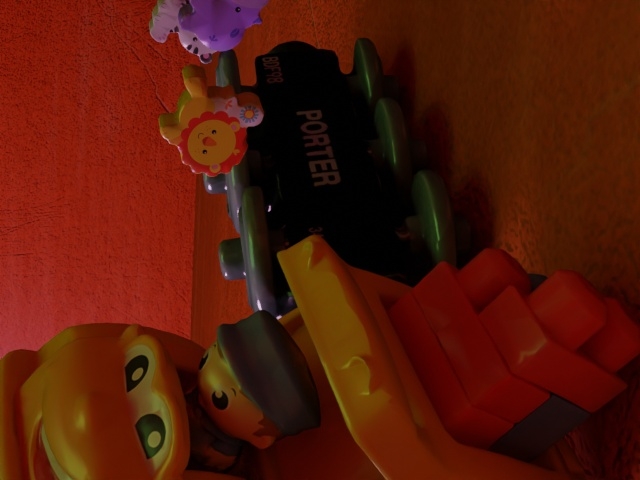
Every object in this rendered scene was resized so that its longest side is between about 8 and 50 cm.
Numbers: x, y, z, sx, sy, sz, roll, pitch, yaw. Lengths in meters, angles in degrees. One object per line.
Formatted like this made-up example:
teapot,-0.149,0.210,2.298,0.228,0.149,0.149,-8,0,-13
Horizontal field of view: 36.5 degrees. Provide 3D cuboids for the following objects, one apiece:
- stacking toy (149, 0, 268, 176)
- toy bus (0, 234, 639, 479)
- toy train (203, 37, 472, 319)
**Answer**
stacking toy,-0.032,-0.166,0.541,0.221,0.052,0.167,-59,26,24
toy bus,0.009,0.073,0.371,0.211,0.220,0.149,-46,43,23
toy train,0.000,0.000,0.632,0.334,0.142,0.190,-105,11,-53
